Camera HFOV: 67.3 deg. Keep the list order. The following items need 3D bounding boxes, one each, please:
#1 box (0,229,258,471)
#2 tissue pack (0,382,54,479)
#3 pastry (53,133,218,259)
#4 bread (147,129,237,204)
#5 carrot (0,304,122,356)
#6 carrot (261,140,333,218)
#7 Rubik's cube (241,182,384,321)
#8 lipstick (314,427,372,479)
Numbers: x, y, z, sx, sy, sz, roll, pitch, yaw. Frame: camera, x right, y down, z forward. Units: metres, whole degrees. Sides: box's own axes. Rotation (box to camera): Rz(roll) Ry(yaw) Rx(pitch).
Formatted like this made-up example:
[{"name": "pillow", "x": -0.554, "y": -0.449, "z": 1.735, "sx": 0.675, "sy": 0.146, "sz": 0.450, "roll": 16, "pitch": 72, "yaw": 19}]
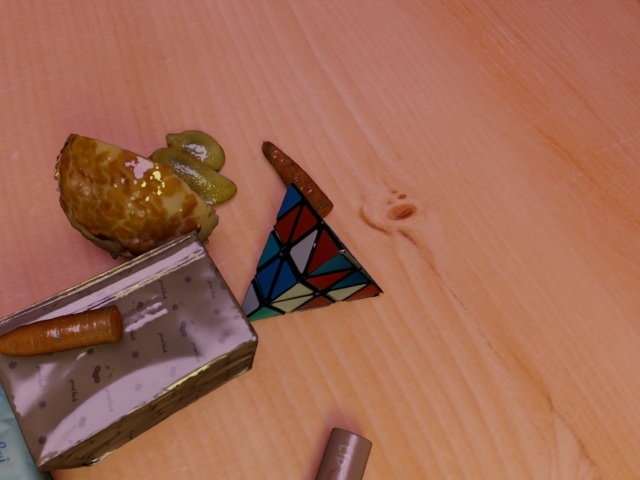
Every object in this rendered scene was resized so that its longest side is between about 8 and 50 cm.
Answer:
[{"name": "box", "x": -0.264, "y": 0.164, "z": 0.697, "sx": 0.297, "sy": 0.225, "sz": 0.190, "roll": -27, "pitch": 73, "yaw": -20}, {"name": "tissue pack", "x": -0.424, "y": 0.260, "z": 0.624, "sx": 0.089, "sy": 0.177, "sz": 0.263, "roll": -27, "pitch": 61, "yaw": -33}, {"name": "pastry", "x": -0.315, "y": -0.052, "z": 0.795, "sx": 0.256, "sy": 0.237, "sz": 0.170, "roll": 30, "pitch": 81, "yaw": 2}, {"name": "bread", "x": -0.239, "y": -0.154, "z": 0.945, "sx": 0.188, "sy": 0.065, "sz": 0.149, "roll": 35, "pitch": 58, "yaw": 8}, {"name": "carrot", "x": -0.309, "y": 0.112, "z": 0.563, "sx": 0.139, "sy": 0.048, "sz": 0.048, "roll": -11, "pitch": 68, "yaw": -12}, {"name": "carrot", "x": -0.057, "y": -0.129, "z": 0.977, "sx": 0.061, "sy": 0.061, "sz": 0.209, "roll": -30, "pitch": 71, "yaw": -23}, {"name": "Rubik's cube", "x": 0.000, "y": 0.000, "z": 0.794, "sx": 0.284, "sy": 0.234, "sz": 0.250, "roll": -4, "pitch": 83, "yaw": -15}, {"name": "lipstick", "x": 0.008, "y": 0.420, "z": 0.720, "sx": 0.070, "sy": 0.070, "sz": 0.254, "roll": 23, "pitch": 63, "yaw": 0}]
